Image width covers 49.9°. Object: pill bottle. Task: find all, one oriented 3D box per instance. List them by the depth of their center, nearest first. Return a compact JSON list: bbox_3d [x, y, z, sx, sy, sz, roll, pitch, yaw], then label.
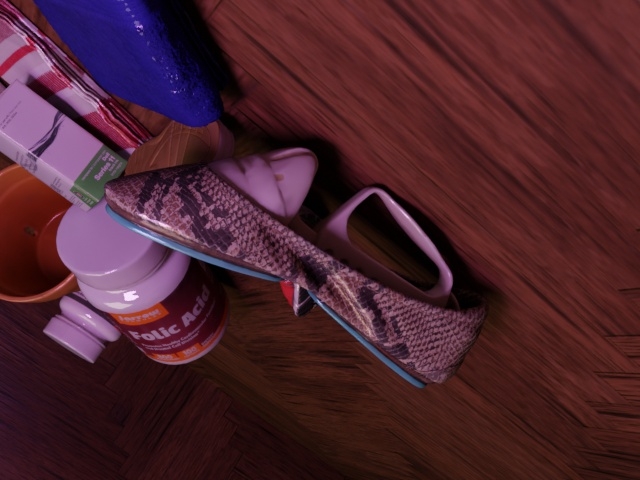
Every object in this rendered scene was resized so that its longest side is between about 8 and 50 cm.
[{"bbox_3d":[-0.332,0.074,1.341,0.224,0.224,0.392,23,157,22],"label":"pill bottle"},{"bbox_3d":[-0.499,0.133,1.608,0.161,0.283,0.161,27,158,12],"label":"pill bottle"}]

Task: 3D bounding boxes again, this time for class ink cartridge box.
[{"bbox_3d":[-0.432,-0.147,1.111,0.208,0.087,0.153,38,161,-19],"label":"ink cartridge box"}]

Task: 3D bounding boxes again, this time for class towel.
[{"bbox_3d":[-0.229,-0.262,0.709,0.228,0.076,0.308,27,159,32],"label":"towel"},{"bbox_3d":[-0.410,-0.226,1.066,0.329,0.037,0.237,45,156,-28],"label":"towel"}]

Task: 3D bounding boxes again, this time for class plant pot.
[{"bbox_3d":[-0.565,-0.002,1.458,0.291,0.290,0.203,27,173,14],"label":"plant pot"}]

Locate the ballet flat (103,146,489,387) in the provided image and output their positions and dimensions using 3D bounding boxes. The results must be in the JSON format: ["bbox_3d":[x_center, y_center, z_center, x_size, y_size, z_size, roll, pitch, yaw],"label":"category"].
[{"bbox_3d":[0.000,0.000,0.813,0.483,0.182,0.164,31,-169,-16],"label":"ballet flat"}]

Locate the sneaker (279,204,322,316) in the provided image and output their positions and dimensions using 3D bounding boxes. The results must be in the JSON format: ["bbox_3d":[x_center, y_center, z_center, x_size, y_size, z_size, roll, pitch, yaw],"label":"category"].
[{"bbox_3d":[-0.038,0.013,1.029,0.118,0.107,0.279,41,161,29],"label":"sneaker"}]

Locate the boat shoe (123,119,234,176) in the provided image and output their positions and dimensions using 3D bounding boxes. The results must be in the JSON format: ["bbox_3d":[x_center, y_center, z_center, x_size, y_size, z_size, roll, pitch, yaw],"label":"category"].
[{"bbox_3d":[-0.180,-0.106,0.952,0.096,0.098,0.277,19,166,-33],"label":"boat shoe"}]

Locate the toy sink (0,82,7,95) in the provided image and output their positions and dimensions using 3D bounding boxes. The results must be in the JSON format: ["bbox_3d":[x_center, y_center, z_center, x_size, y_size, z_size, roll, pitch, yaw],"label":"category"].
[{"bbox_3d":[-0.687,-0.251,1.192,0.234,0.131,0.152,3,143,32],"label":"toy sink"}]
